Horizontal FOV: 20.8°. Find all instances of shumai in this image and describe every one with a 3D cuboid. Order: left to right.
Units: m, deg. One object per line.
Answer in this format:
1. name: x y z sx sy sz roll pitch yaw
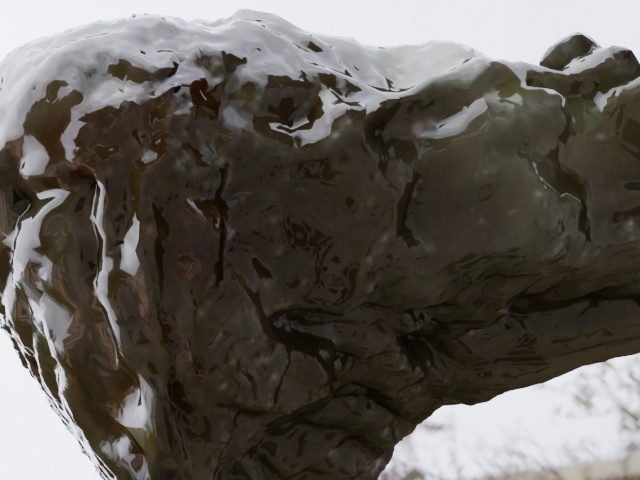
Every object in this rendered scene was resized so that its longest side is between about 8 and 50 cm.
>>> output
1. shumai: 0.002 -0.002 0.758 0.283 0.217 0.346 -33 -35 -9
